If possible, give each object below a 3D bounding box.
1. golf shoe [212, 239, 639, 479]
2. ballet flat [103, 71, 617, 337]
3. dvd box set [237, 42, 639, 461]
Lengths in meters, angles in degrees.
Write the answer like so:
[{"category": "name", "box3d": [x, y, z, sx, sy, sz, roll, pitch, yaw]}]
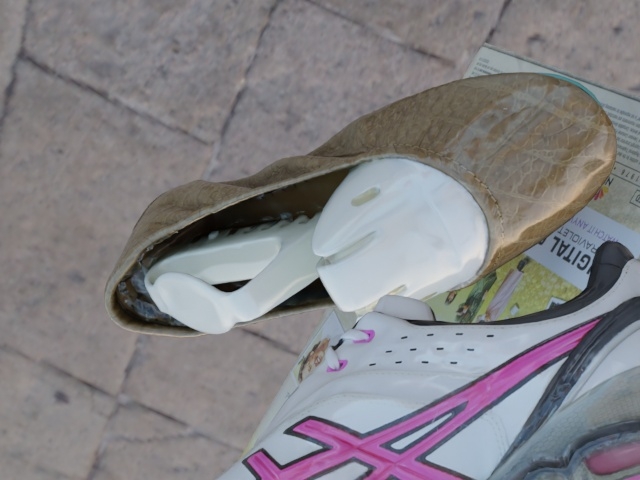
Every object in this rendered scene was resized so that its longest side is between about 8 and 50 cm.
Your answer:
[{"category": "golf shoe", "box3d": [0.016, 0.062, 0.358, 0.186, 0.086, 0.067, -19, 154, 5]}, {"category": "ballet flat", "box3d": [0.000, 0.000, 0.740, 0.342, 0.124, 0.116, -12, 115, 37]}, {"category": "dvd box set", "box3d": [0.085, 0.089, 0.844, 0.062, 0.307, 0.420, 28, 95, -25]}]
